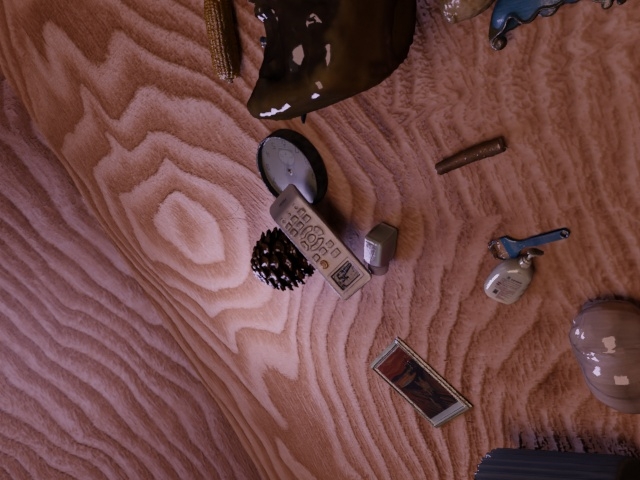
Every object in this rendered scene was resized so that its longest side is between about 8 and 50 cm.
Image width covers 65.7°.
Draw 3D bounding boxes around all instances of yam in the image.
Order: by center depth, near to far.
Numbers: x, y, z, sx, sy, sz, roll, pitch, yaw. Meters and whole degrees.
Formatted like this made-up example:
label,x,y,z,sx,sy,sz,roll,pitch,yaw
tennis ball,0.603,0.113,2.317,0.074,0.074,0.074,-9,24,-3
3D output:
label,x,y,z,sx,sy,sz,roll,pitch,yaw
yam,0.277,-0.157,0.928,0.145,0.032,0.032,-19,106,51

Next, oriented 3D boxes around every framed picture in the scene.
label,x,y,z,sx,sy,sz,roll,pitch,yaw
framed picture,0.278,0.418,1.428,0.273,0.016,0.217,41,143,12

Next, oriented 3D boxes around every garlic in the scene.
label,x,y,z,sx,sy,sz,roll,pitch,yaw
garlic,0.541,0.230,0.894,0.229,0.143,0.178,48,143,-11

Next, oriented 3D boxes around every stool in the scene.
label,x,y,z,sx,sy,sz,roll,pitch,yaw
stool,0.554,0.615,1.091,0.330,0.297,0.297,-29,98,49

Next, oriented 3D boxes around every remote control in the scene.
label,x,y,z,sx,sy,sz,roll,pitch,yaw
remote control,0.000,0.000,1.249,0.313,0.055,0.109,49,121,6

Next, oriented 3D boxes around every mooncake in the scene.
label,x,y,z,sx,sy,sz,roll,pitch,yaw
mooncake,-0.029,-0.404,0.735,0.246,0.394,0.394,1,155,45

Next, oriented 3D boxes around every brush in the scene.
label,x,y,z,sx,sy,sz,roll,pitch,yaw
brush,0.399,0.004,0.953,0.164,0.014,0.051,-24,103,51

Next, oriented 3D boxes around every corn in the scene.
label,x,y,z,sx,sy,sz,roll,pitch,yaw
corn,-0.230,-0.470,1.161,0.068,0.068,0.208,24,137,31

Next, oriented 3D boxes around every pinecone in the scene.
label,x,y,z,sx,sy,sz,roll,pitch,yaw
pinecone,-0.090,0.037,1.361,0.184,0.204,0.179,45,-173,4

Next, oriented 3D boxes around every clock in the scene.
label,x,y,z,sx,sy,sz,roll,pitch,yaw
clock,-0.077,-0.177,1.271,0.214,0.042,0.215,27,137,28

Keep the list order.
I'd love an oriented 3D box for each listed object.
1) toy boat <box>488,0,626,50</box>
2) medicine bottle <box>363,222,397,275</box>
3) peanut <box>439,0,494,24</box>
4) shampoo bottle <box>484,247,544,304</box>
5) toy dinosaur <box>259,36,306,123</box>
label,x,y,z,sx,sy,sz,roll,pitch,yaw
toy boat,0.322,-0.324,0.701,0.185,0.075,0.077,7,117,46
medicine bottle,0.142,0.025,1.187,0.054,0.074,0.118,26,139,28
peanut,0.237,-0.404,0.705,0.214,0.090,0.099,127,139,-56
shampoo bottle,0.385,0.065,0.981,0.077,0.045,0.152,23,143,9
toy dinosaur,-0.020,-0.377,1.026,0.188,0.075,0.248,-3,112,39
